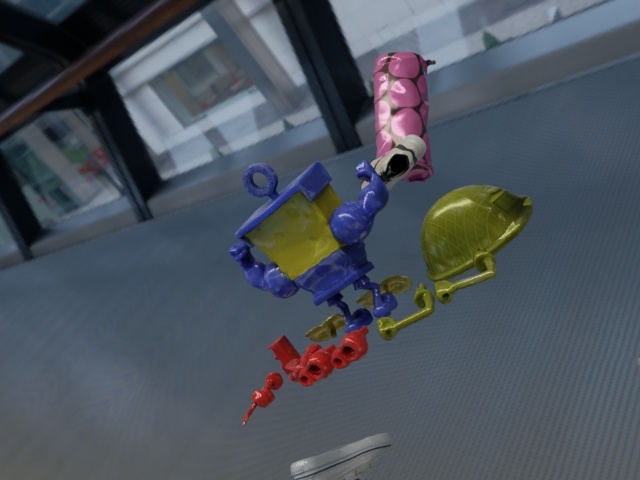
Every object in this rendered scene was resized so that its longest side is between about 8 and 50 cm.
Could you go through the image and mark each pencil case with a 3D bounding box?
[{"bbox_3d":[0.132,-0.186,1.134,0.095,0.098,0.209,-7,65,23],"label":"pencil case"}]

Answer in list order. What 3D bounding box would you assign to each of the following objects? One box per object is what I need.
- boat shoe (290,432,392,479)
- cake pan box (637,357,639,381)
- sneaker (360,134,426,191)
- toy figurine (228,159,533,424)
[{"bbox_3d":[0.042,0.383,1.237,0.226,0.075,0.083,-4,-19,-43],"label":"boat shoe"},{"bbox_3d":[0.674,0.282,1.323,0.246,0.266,0.070,-19,14,-34],"label":"cake pan box"},{"bbox_3d":[0.078,-0.082,0.870,0.109,0.040,0.043,-47,2,44],"label":"sneaker"},{"bbox_3d":[0.000,0.000,0.752,0.363,0.217,0.191,-37,1,35],"label":"toy figurine"}]
